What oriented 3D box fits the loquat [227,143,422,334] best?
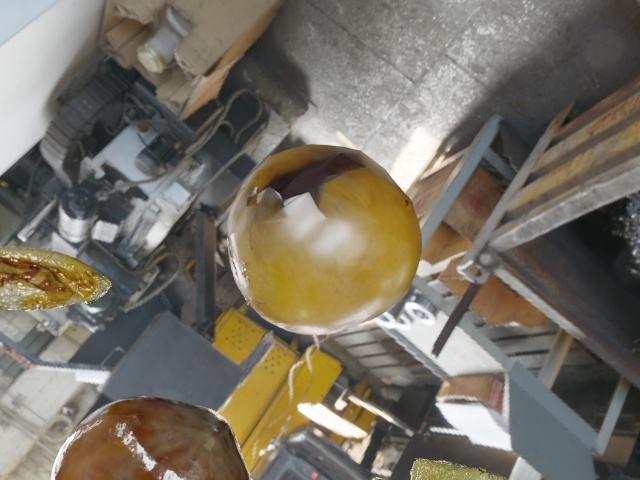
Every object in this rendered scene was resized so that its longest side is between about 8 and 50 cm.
[{"bbox_3d":[0.000,0.000,0.729,0.235,0.235,0.235,29,154,16],"label":"loquat"}]

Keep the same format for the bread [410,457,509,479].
[{"bbox_3d":[0.281,0.530,1.255,0.102,0.138,0.196,31,153,-33],"label":"bread"}]

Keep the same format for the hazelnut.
[{"bbox_3d":[-0.299,0.448,1.097,0.365,0.366,0.366,29,154,16],"label":"hazelnut"}]

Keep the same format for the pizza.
[{"bbox_3d":[-0.611,0.074,1.228,0.365,0.182,0.074,10,115,8],"label":"pizza"}]

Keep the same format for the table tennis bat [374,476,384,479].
[{"bbox_3d":[0.080,0.595,1.291,0.039,0.160,0.257,30,140,9],"label":"table tennis bat"}]
